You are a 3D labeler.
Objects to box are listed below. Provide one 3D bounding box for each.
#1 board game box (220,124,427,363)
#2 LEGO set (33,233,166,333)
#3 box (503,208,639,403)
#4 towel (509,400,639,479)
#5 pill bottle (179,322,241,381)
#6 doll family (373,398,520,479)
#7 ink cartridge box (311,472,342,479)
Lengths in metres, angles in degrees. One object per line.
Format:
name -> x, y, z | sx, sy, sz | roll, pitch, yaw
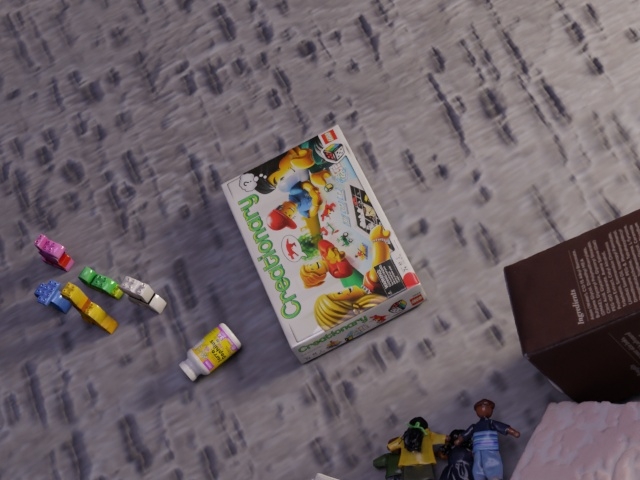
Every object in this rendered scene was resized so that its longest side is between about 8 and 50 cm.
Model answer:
board game box -> 0.000, 0.000, 1.993 | 0.193, 0.053, 0.305 | -28, 55, 2
LEGO set -> -0.344, 0.065, 2.052 | 0.227, 0.093, 0.087 | 20, 69, 29
box -> 0.430, 0.050, 1.676 | 0.381, 0.191, 0.143 | -26, 52, 21
towel -> 0.312, 0.319, 1.589 | 0.332, 0.053, 0.317 | -9, 47, 57
pill bottle -> -0.151, 0.154, 1.959 | 0.083, 0.043, 0.043 | -40, 55, -6
doll family -> 0.153, 0.260, 1.772 | 0.193, 0.076, 0.111 | -6, 56, 13
ink cartridge box -> 0.069, 0.372, 1.707 | 0.190, 0.082, 0.140 | 14, 83, 28
